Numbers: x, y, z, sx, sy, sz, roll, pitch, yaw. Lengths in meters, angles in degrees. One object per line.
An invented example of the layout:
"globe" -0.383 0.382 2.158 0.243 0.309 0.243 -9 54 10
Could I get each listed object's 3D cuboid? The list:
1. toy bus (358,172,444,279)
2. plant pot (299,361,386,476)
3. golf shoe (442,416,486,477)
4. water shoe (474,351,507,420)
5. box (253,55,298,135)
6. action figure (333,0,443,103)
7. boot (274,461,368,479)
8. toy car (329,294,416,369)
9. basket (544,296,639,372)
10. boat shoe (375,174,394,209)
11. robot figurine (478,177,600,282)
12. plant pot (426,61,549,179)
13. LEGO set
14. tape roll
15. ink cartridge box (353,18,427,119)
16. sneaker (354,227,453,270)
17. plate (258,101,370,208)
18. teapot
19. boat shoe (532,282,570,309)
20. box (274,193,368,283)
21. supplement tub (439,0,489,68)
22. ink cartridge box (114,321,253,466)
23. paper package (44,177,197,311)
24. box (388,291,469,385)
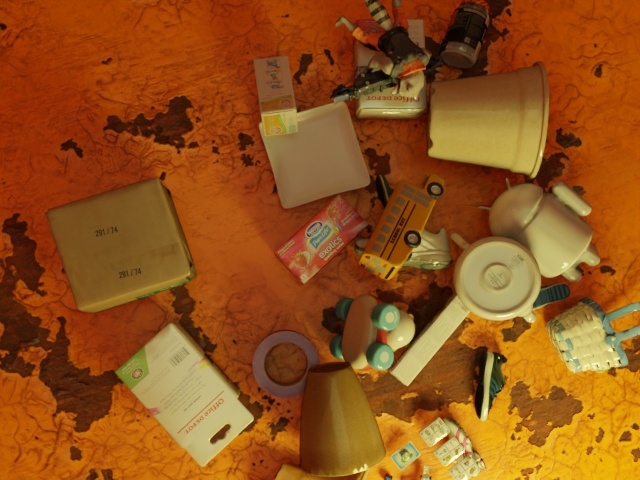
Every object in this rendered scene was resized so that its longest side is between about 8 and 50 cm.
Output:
"toy bus" 0.235 -0.051 1.707 0.130 0.108 0.332 26 64 4
"plant pot" 0.045 0.468 1.635 0.237 0.237 0.254 -8 91 -5
"golf shoe" 0.401 0.602 1.745 0.086 0.067 0.186 -31 87 -6
"water shoe" 0.507 0.431 1.768 0.080 0.073 0.203 9 84 -5
"box" -0.131 -0.423 1.768 0.103 0.114 0.203 -8 64 -3
"action figure" 0.166 -0.526 1.684 0.341 0.178 0.330 -28 76 -8
"boot" -0.013 0.676 1.691 0.211 0.104 0.295 35 87 0
"toy car" 0.188 0.272 1.729 0.238 0.219 0.210 13 82 -31
"basket" 0.813 0.256 1.725 0.289 0.255 0.201 -29 85 12
"boat shoe" 0.210 -0.130 1.823 0.049 0.056 0.152 -18 89 -17
"robot figurine" 0.641 -0.030 1.764 0.353 0.200 0.300 38 113 0
"plant pot" 0.466 -0.347 1.751 0.306 0.334 0.333 2 84 8
"LEGO set" 0.306 0.653 1.735 0.244 0.060 0.182 -40 78 4
"tape roll" -0.100 0.353 1.732 0.189 0.080 0.188 0 84 -3
"ink cartridge box" 0.206 -0.515 1.828 0.208 0.117 0.282 0 84 -4
"sneaker" 0.245 0.016 1.793 0.297 0.111 0.129 4 72 -10
"plate" -0.018 -0.258 1.821 0.278 0.045 0.277 -17 84 -5
"teapot" 0.495 0.105 1.721 0.253 0.187 0.255 2 87 12
"boat shoe" 0.649 0.172 1.807 0.183 0.066 0.066 -9 84 5
"box" 0.000 0.000 1.755 0.257 0.122 0.128 -42 87 -7
"supplement tub" 0.449 -0.641 1.859 0.117 0.117 0.190 21 83 -1
"ink cartridge box" -0.369 0.424 1.685 0.207 0.119 0.353 -42 87 -8
"paper package" -0.551 0.016 1.695 0.325 0.168 0.309 -19 87 -6
"box" 0.331 0.283 1.777 0.067 0.063 0.324 41 83 3
